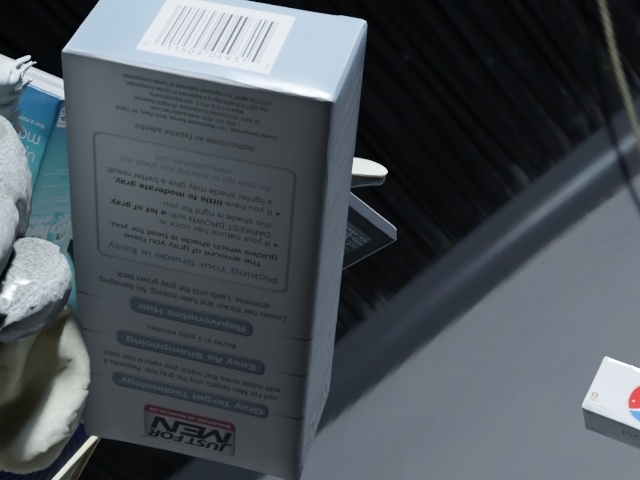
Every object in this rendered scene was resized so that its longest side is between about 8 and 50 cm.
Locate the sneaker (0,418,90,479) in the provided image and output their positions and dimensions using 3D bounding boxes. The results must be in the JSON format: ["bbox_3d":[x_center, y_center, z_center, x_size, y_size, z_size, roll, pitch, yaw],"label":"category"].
[{"bbox_3d":[-0.335,0.074,1.187,0.127,0.315,0.182,-44,22,1],"label":"sneaker"}]

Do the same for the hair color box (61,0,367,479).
[{"bbox_3d":[-0.080,0.004,1.013,0.185,0.374,0.113,12,40,7],"label":"hair color box"}]

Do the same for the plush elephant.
[{"bbox_3d":[-0.275,0.046,0.827,0.272,0.255,0.330,15,28,9],"label":"plush elephant"}]

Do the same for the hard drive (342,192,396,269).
[{"bbox_3d":[0.000,0.000,1.434,0.135,0.094,0.022,-30,41,31],"label":"hard drive"}]

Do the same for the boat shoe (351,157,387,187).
[{"bbox_3d":[0.010,-0.072,1.586,0.137,0.043,0.049,0,23,-3],"label":"boat shoe"}]

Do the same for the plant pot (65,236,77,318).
[{"bbox_3d":[-0.424,0.141,2.007,0.334,0.341,0.341,-40,40,2],"label":"plant pot"}]

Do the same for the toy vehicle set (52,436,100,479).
[{"bbox_3d":[-0.314,0.309,1.329,0.266,0.035,0.166,-59,-3,20],"label":"toy vehicle set"}]

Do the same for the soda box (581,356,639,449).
[{"bbox_3d":[0.412,0.210,1.525,0.216,0.069,0.074,20,68,24],"label":"soda box"}]

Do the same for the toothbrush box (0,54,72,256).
[{"bbox_3d":[-0.403,-0.065,1.583,0.216,0.126,0.295,24,103,17],"label":"toothbrush box"}]
